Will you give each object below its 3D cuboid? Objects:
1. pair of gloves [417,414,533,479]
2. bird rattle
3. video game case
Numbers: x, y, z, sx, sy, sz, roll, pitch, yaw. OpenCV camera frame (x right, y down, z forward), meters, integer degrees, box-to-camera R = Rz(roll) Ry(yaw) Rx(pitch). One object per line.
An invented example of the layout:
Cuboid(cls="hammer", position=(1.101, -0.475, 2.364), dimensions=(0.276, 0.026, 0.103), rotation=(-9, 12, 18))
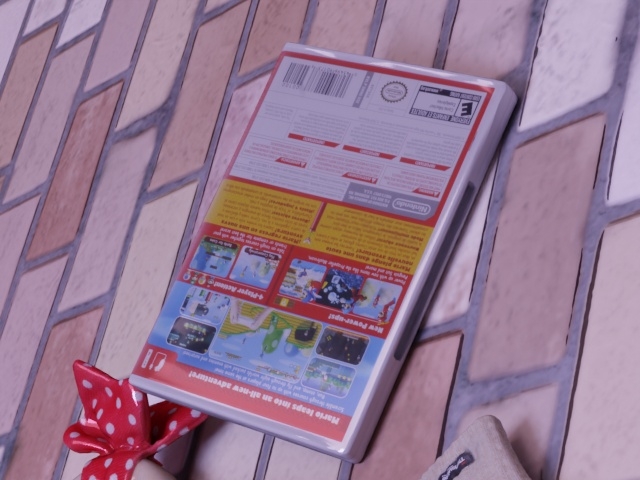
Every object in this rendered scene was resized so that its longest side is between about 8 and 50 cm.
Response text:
Cuboid(cls="pair of gloves", position=(0.063, 0.238, 1.142), dimensions=(0.240, 0.042, 0.204), rotation=(-51, 26, 9))
Cuboid(cls="bird rattle", position=(-0.157, 0.223, 1.458), dimensions=(0.253, 0.143, 0.207), rotation=(-43, 42, 0))
Cuboid(cls="video game case", position=(0.000, 0.000, 1.404), dimensions=(0.204, 0.025, 0.285), rotation=(15, 74, 36))
